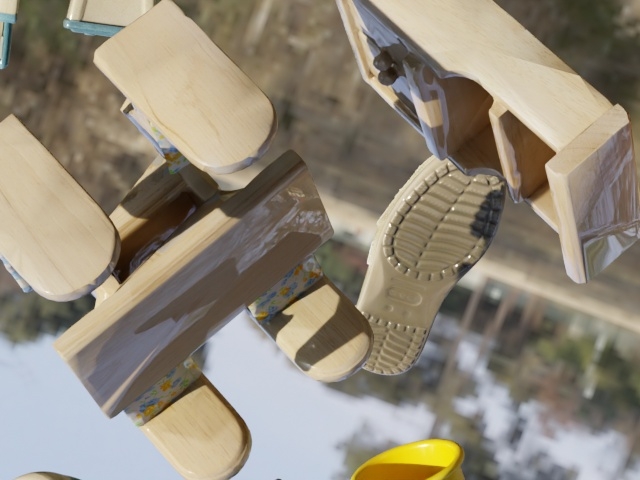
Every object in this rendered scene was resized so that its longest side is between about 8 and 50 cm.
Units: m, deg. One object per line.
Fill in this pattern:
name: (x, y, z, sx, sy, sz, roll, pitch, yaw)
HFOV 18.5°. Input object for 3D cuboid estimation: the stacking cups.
stacking cups: (0.115, 0.321, 1.571, 0.096, 0.316, 0.096, -17, -167, 4)

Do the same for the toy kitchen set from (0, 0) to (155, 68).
toy kitchen set: (-0.248, -0.209, 1.846, 0.166, 0.122, 0.207, 6, -171, -12)

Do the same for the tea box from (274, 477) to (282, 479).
tea box: (-0.005, 0.474, 1.966, 0.329, 0.220, 0.323, 36, 146, 12)

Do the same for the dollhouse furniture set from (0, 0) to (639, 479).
dollhouse furniture set: (0.000, 0.000, 1.414, 0.256, 0.394, 0.362, 45, 170, 28)

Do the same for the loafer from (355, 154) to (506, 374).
loafer: (0.093, 0.006, 1.855, 0.102, 0.268, 0.092, 21, -146, -11)

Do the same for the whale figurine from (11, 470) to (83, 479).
whale figurine: (-0.265, 0.359, 1.864, 0.141, 0.272, 0.216, 20, 177, -37)
